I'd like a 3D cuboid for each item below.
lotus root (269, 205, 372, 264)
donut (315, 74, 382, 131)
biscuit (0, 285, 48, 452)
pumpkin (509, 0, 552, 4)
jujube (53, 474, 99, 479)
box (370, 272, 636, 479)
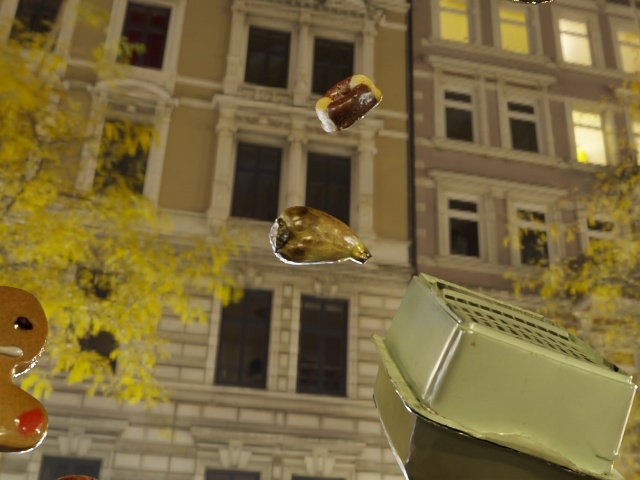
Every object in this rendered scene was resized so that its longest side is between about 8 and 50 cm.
[{"bbox_3d":[0.000,0.000,1.472,0.190,0.094,0.108,12,-62,-21],"label":"lotus root"},{"bbox_3d":[0.051,-0.275,1.629,0.140,0.140,0.059,-15,-57,31],"label":"donut"},{"bbox_3d":[-0.524,0.231,1.141,0.283,0.432,0.064,31,-39,-10],"label":"biscuit"},{"bbox_3d":[0.292,-0.504,1.231,0.303,0.225,0.256,40,-62,-20],"label":"pumpkin"},{"bbox_3d":[-0.455,0.551,1.410,0.197,0.290,0.197,25,-1,0],"label":"jujube"},{"bbox_3d":[0.169,0.153,0.839,0.220,0.166,0.290,20,6,-6],"label":"box"}]
